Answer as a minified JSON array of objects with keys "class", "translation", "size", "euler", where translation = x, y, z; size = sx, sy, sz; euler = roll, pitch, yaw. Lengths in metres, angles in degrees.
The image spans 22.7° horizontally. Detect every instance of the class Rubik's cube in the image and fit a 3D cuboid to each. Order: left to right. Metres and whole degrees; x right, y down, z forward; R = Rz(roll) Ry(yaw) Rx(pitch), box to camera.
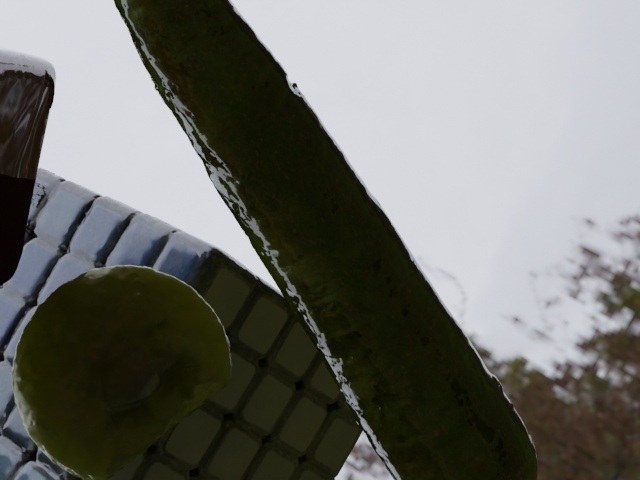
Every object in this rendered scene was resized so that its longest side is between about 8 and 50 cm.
[{"class":"Rubik's cube","translation":[-0.134,0.115,1.177],"size":[0.238,0.237,0.237],"euler":[37,-101,-45]}]

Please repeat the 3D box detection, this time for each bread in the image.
[{"class":"bread","translation":[-0.123,0.081,0.960],"size":[0.129,0.111,0.114],"euler":[-33,-11,-16]}]

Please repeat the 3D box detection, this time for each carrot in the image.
[{"class":"carrot","translation":[0.000,0.000,0.771],"size":[0.074,0.074,0.358],"euler":[-42,-67,-21]}]

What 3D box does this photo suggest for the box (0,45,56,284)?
[{"class":"box","translation":[-0.277,-0.050,0.942],"size":[0.294,0.167,0.193],"euler":[-42,-33,-80]}]
